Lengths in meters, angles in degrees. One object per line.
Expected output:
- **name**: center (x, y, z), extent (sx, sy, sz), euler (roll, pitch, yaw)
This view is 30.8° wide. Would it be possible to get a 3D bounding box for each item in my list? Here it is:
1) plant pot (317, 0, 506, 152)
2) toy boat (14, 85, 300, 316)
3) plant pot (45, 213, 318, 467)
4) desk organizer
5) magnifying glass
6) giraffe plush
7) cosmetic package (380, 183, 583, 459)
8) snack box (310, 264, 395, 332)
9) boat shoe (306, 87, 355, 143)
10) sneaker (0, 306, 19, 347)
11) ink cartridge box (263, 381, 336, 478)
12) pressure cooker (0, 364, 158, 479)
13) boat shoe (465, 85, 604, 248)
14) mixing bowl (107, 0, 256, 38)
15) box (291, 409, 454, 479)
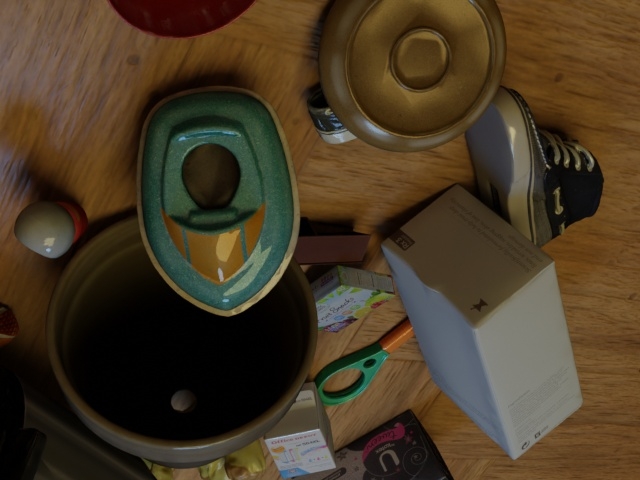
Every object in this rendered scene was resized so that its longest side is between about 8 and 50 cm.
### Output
- **plant pot**: center (0.115, -0.215, 1.370), extent (0.236, 0.032, 0.236), euler (-5, 109, -14)
- **toy boat**: center (-0.183, -0.033, 1.338), extent (0.318, 0.148, 0.267), euler (-9, 96, 3)
- **plant pot**: center (-0.175, 0.160, 1.502), extent (0.323, 0.323, 0.280), euler (-16, 154, -14)
- **desk organizer**: center (0.000, 0.000, 1.593), extent (0.130, 0.047, 0.050), euler (-1, 130, -27)
- **magnifying glass**: center (0.083, 0.186, 1.843), extent (0.231, 0.026, 0.092), euler (-41, 137, 14)
- **giraffe plush**: center (-0.190, 0.289, 1.676), extent (0.170, 0.181, 0.210), euler (-11, 129, -31)
- **cosmetic package**: center (0.244, 0.127, 1.709), extent (0.156, 0.217, 0.385), euler (-36, 142, -12)
- **snack box**: center (0.024, 0.086, 1.666), extent (0.100, 0.037, 0.141), euler (12, 146, -35)
- **boat shoe**: center (0.089, -0.192, 1.422), extent (0.219, 0.078, 0.070), euler (-27, 140, 1)
- **sneaker**: center (-0.460, 0.103, 1.442), extent (0.067, 0.064, 0.175), euler (-37, 136, 25)
- **ink cartridge box**: center (-0.038, 0.294, 1.824), extent (0.092, 0.090, 0.143), euler (-13, 139, 6)
- **pressure cooker**: center (-0.448, 0.343, 1.449), extent (0.370, 0.375, 0.420), euler (-46, 124, 0)
- **boat shoe**: center (0.300, -0.116, 1.594), extent (0.158, 0.127, 0.340), euler (-29, 147, -8)
- **mixing bowl**: center (-0.144, -0.304, 1.168), extent (0.181, 0.098, 0.181), euler (-15, 136, -15)
- **box**: center (0.101, 0.436, 2.001), extent (0.247, 0.163, 0.142), euler (-30, 135, 2)
